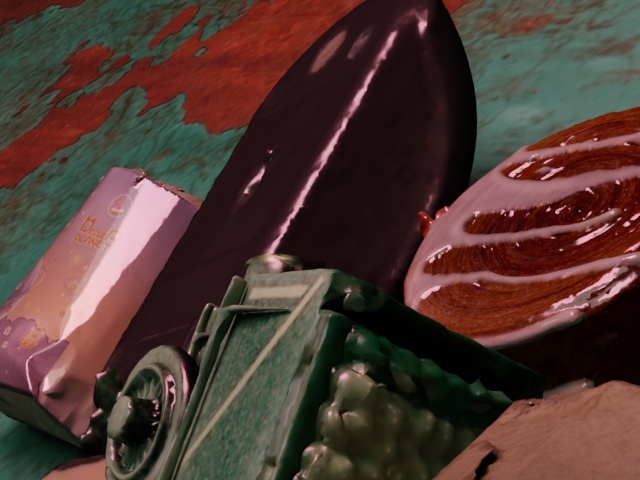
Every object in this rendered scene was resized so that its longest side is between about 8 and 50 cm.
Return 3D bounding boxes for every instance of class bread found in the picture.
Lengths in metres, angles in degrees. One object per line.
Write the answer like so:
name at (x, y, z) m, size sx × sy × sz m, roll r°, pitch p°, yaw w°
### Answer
bread at (0.110, 0.014, 0.661) m, size 0.160 × 0.073 × 0.160 m, roll -29°, pitch 28°, yaw 17°

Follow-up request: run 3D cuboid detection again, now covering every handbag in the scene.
handbag at (-0.125, 0.030, 0.909) m, size 0.117 × 0.095 × 0.173 m, roll 9°, pitch 54°, yaw 52°

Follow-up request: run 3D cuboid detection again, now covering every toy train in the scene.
toy train at (-0.026, 0.132, 0.538) m, size 0.154 × 0.115 × 0.269 m, roll -1°, pitch 64°, yaw 53°

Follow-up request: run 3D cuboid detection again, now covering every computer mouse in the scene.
computer mouse at (0.000, 0.000, 0.784) m, size 0.269 × 0.100 × 0.170 m, roll -61°, pitch 16°, yaw -24°

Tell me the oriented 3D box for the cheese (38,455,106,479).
cheese at (-0.095, 0.150, 0.721) m, size 0.171 × 0.047 × 0.092 m, roll 4°, pitch 50°, yaw 54°

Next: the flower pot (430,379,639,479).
flower pot at (0.052, 0.143, 0.387) m, size 0.212 × 0.212 × 0.202 m, roll -6°, pitch 33°, yaw 47°
